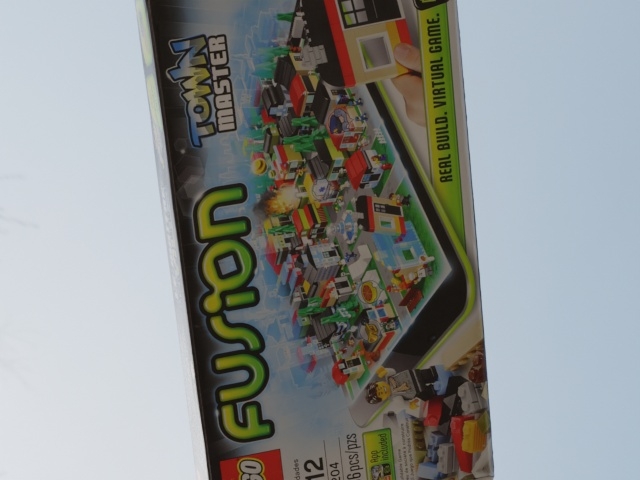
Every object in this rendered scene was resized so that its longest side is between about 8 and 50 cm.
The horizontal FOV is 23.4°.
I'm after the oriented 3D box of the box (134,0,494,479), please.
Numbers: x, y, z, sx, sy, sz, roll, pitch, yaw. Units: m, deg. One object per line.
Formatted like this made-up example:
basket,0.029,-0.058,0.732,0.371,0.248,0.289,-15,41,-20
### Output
box,0.000,0.000,0.578,0.114,0.036,0.207,-10,-75,-12
